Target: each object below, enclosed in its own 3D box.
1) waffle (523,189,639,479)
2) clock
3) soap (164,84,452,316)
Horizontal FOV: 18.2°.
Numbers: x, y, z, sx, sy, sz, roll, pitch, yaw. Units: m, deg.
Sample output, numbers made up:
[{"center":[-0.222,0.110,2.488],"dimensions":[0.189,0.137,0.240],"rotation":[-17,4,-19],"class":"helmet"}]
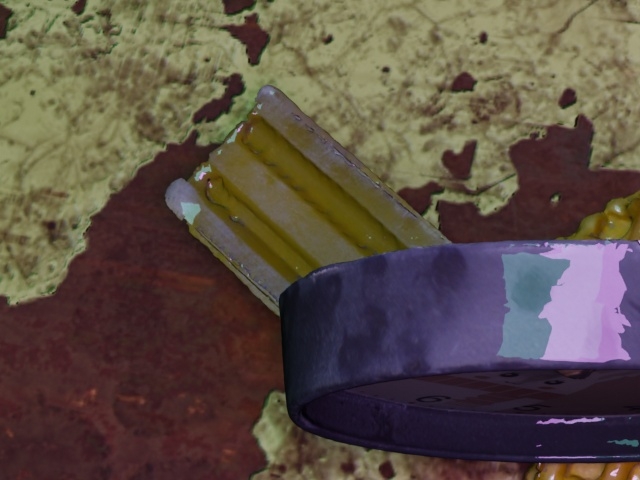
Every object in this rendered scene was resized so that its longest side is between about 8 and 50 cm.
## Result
[{"center":[0.269,0.100,1.465],"dimensions":[0.307,0.060,0.312],"rotation":[-16,67,14],"class":"waffle"},{"center":[0.161,0.080,1.267],"dimensions":[0.386,0.386,0.076],"rotation":[-3,76,17],"class":"clock"},{"center":[-0.001,-0.001,1.577],"dimensions":[0.135,0.076,0.233],"rotation":[-47,64,-2],"class":"soap"}]
